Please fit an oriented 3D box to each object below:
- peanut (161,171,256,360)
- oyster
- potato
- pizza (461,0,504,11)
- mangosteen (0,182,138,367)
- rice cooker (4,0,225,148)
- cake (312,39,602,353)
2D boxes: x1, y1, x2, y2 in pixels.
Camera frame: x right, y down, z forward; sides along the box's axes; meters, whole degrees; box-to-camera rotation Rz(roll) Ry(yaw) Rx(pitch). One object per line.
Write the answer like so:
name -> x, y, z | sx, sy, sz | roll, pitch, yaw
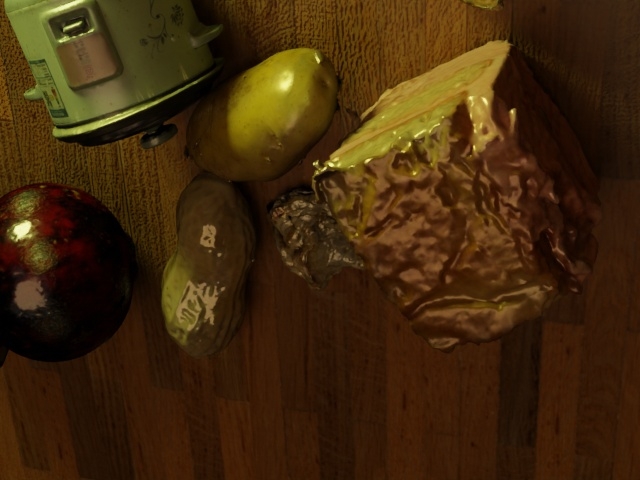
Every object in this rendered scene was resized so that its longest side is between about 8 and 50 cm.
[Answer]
peanut -> -0.178, 0.039, 1.873 | 0.149, 0.149, 0.313 | 18, 121, 10
oyster -> 0.000, 0.000, 1.817 | 0.191, 0.081, 0.163 | 3, 115, 15
potato -> -0.084, -0.169, 1.673 | 0.140, 0.173, 0.300 | 15, 160, -36
pizza -> 0.206, -0.404, 1.519 | 0.193, 0.053, 0.201 | -39, 89, 35
mangosteen -> -0.446, 0.053, 1.883 | 0.311, 0.311, 0.311 | 9, 121, 16
rice cooker -> -0.286, -0.269, 1.657 | 0.317, 0.264, 0.316 | 1, 110, 3
cake -> 0.200, -0.067, 1.569 | 0.293, 0.307, 0.314 | -24, 106, 25
